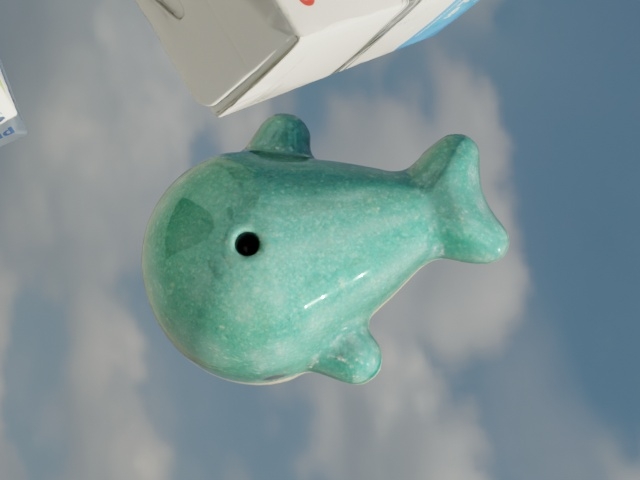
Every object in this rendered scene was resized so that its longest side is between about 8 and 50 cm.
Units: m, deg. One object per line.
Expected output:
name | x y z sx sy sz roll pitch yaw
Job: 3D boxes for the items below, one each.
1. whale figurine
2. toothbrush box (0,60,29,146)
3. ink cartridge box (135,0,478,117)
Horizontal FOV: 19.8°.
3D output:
whale figurine | 0.000 0.000 1.355 0.141 0.272 0.216 69 5 -78
toothbrush box | -0.349 -0.140 1.258 0.283 0.206 0.122 72 -7 -66
ink cartridge box | -0.008 -0.161 0.943 0.082 0.190 0.140 -35 -96 42
